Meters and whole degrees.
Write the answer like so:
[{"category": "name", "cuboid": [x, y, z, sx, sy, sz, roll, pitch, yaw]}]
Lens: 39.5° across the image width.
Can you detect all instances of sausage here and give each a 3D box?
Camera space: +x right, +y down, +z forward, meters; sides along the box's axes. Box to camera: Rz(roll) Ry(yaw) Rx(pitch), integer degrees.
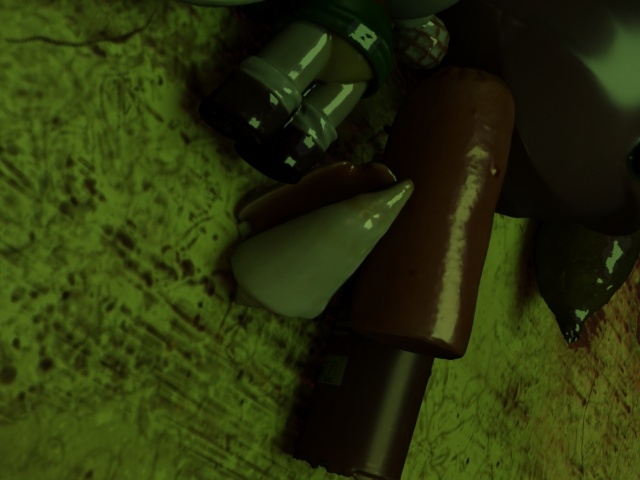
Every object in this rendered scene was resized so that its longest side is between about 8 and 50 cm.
[{"category": "sausage", "cuboid": [0.099, -0.032, 0.778, 0.113, 0.114, 0.259, 27, 72, -50]}]

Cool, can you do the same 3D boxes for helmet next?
[{"category": "helmet", "cuboid": [0.214, -0.145, 0.908, 0.197, 0.271, 0.338, -14, 120, -21]}]

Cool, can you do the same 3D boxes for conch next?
[{"category": "conch", "cuboid": [-0.009, -0.005, 0.735, 0.094, 0.104, 0.176, 23, 122, -32]}]

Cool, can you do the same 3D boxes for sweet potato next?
[{"category": "sweet potato", "cuboid": [0.375, -0.034, 1.205, 0.369, 0.158, 0.158, -55, 135, -20]}]

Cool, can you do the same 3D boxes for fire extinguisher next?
[{"category": "fire extinguisher", "cuboid": [0.054, 0.058, 0.857, 0.147, 0.106, 0.337, 23, 76, -25]}]

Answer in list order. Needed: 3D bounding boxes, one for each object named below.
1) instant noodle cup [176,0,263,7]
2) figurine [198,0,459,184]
[{"category": "instant noodle cup", "cuboid": [-0.042, -0.272, 0.535, 0.235, 0.178, 0.234, -2, 95, -22]}, {"category": "figurine", "cuboid": [0.037, -0.223, 0.731, 0.281, 0.167, 0.370, 45, 70, -42]}]
